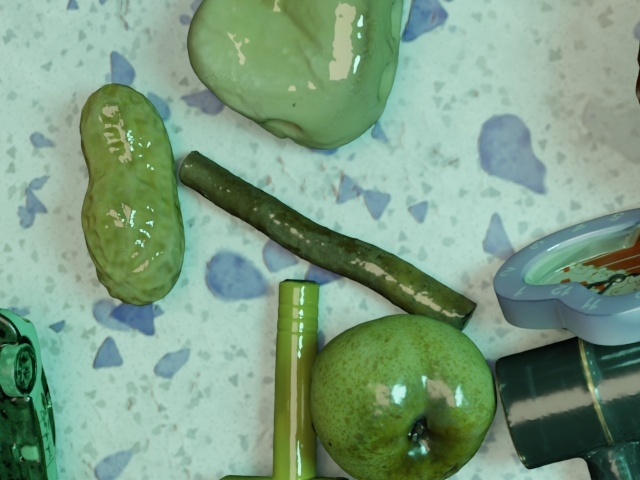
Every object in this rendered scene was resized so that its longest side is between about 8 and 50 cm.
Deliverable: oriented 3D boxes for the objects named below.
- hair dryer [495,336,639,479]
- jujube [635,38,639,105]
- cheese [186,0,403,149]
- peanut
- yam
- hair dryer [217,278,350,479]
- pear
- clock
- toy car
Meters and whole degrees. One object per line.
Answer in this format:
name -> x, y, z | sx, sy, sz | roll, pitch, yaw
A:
hair dryer -> 0.295, 0.247, 1.114 | 0.189, 0.107, 0.352 | -18, 91, 14
jujube -> 0.410, -0.192, 0.986 | 0.276, 0.276, 0.377 | 32, 107, 16
cheese -> -0.026, -0.202, 1.210 | 0.217, 0.117, 0.235 | -19, 79, 18
peanut -> -0.190, -0.047, 1.260 | 0.095, 0.108, 0.226 | -9, 84, 22
yam -> 0.000, 0.000, 1.231 | 0.326, 0.045, 0.045 | 30, 56, 17
hair dryer -> -0.037, 0.177, 1.224 | 0.134, 0.090, 0.279 | -1, 82, 20
pear -> 0.072, 0.146, 1.140 | 0.167, 0.137, 0.167 | -5, 121, -8
clock -> 0.259, 0.035, 1.100 | 0.198, 0.172, 0.064 | 9, 128, 53
toy car -> -0.333, 0.198, 1.289 | 0.136, 0.125, 0.306 | -2, 110, 13
